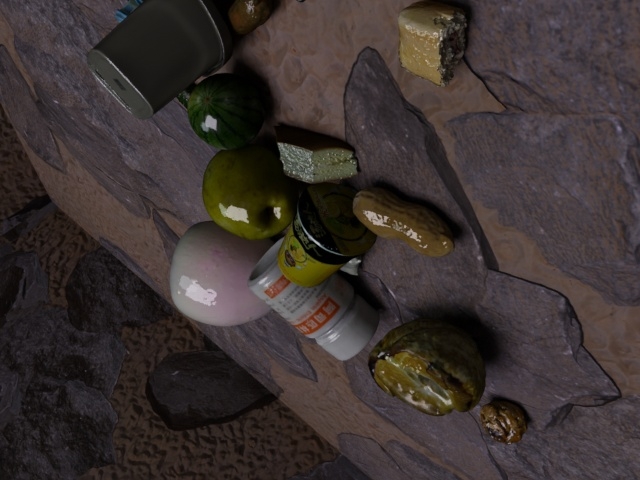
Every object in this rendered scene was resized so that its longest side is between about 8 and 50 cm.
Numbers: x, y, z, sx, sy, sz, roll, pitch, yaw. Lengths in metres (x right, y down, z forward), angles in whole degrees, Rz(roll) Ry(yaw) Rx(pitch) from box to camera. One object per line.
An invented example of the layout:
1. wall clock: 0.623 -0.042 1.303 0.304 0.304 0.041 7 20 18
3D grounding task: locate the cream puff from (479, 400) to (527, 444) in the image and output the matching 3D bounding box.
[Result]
1. cream puff: 0.507 0.508 1.549 0.133 0.104 0.119 28 154 31

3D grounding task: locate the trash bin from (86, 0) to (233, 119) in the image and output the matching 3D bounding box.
1. trash bin: -0.350 -0.413 1.205 0.219 0.250 0.220 49 159 -22

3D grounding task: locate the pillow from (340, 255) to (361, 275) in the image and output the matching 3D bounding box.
1. pillow: 0.017 0.005 1.567 0.254 0.078 0.144 37 161 16

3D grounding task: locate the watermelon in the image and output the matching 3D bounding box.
1. watermelon: -0.226 -0.315 1.369 0.188 0.188 0.215 38 -170 15

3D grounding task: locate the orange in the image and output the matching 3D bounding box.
1. orange: 0.297 0.324 1.468 0.271 0.210 0.369 44 150 -2

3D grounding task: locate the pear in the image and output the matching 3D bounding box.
1. pear: -0.188 -0.135 1.474 0.307 0.253 0.252 -124 12 -49

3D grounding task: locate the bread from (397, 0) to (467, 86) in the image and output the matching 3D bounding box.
1. bread: 0.183 -0.329 0.906 0.106 0.082 0.125 42 164 29

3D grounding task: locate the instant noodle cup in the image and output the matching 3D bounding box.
1. instant noodle cup: 0.000 0.000 1.390 0.215 0.215 0.236 44 140 4

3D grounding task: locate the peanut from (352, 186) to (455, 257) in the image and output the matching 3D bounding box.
1. peanut: 0.188 -0.042 1.255 0.263 0.101 0.117 25 171 29

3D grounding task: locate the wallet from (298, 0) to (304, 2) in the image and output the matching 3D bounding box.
1. wallet: -0.023 -0.528 0.959 0.149 0.044 0.250 47 152 -12

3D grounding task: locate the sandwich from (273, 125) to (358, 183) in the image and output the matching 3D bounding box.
1. sandwich: -0.033 -0.209 1.342 0.258 0.096 0.094 22 138 33

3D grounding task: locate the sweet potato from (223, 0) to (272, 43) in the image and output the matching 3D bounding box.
1. sweet potato: -0.174 -0.476 1.196 0.075 0.075 0.273 55 156 -17

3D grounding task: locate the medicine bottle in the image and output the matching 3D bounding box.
1. medicine bottle: -0.018 0.172 1.648 0.371 0.211 0.211 42 153 -14

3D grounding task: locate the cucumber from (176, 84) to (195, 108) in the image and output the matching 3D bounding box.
1. cucumber: -0.375 -0.412 1.560 0.227 0.069 0.069 44 152 11

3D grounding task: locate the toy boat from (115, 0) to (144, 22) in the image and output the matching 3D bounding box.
1. toy boat: -0.412 -0.511 1.378 0.109 0.098 0.238 35 171 32

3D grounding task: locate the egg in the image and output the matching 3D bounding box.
1. egg: -0.262 0.116 1.822 0.340 0.354 0.354 8 137 22
